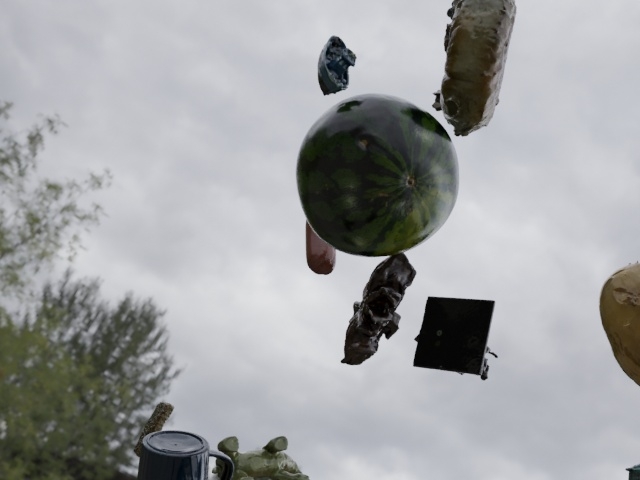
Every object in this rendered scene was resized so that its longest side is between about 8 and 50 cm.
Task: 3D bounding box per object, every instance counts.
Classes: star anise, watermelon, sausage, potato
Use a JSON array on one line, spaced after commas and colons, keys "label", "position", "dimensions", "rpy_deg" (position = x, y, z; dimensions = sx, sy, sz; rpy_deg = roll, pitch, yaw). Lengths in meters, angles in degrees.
[{"label": "star anise", "position": [0.114, 0.136, 1.744], "dimensions": [0.099, 0.214, 0.220], "rpy_deg": [28, -35, 1]}, {"label": "watermelon", "position": [0.095, -0.107, 1.535], "dimensions": [0.285, 0.285, 0.285], "rpy_deg": [20, -30, 12]}, {"label": "sausage", "position": [0.000, 0.000, 1.811], "dimensions": [0.062, 0.154, 0.062], "rpy_deg": [-1, -42, -1]}, {"label": "potato", "position": [0.423, 0.111, 1.138], "dimensions": [0.109, 0.178, 0.118], "rpy_deg": [7, -36, -39]}]

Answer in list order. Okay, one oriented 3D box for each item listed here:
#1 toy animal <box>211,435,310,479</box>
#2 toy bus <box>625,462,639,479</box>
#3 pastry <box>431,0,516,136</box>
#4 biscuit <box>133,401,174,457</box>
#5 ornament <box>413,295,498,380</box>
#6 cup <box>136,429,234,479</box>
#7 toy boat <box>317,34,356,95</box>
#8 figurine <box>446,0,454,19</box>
[{"label": "toy animal", "position": [-0.111, 0.426, 1.698], "dimensions": [0.219, 0.103, 0.101], "rpy_deg": [5, -21, -33]}, {"label": "toy bus", "position": [0.645, 0.545, 1.684], "dimensions": [0.128, 0.256, 0.147], "rpy_deg": [13, -18, -5]}, {"label": "pastry", "position": [0.268, -0.323, 1.574], "dimensions": [0.121, 0.257, 0.236], "rpy_deg": [13, -34, 11]}, {"label": "biscuit", "position": [-0.380, 0.423, 2.016], "dimensions": [0.026, 0.131, 0.237], "rpy_deg": [33, -16, -8]}, {"label": "ornament", "position": [0.306, 0.221, 1.855], "dimensions": [0.166, 0.153, 0.196], "rpy_deg": [3, -21, 36]}, {"label": "cup", "position": [-0.224, 0.379, 1.422], "dimensions": [0.113, 0.138, 0.150], "rpy_deg": [13, 10, 32]}, {"label": "toy boat", "position": [0.029, -0.294, 1.501], "dimensions": [0.061, 0.137, 0.060], "rpy_deg": [-30, -55, 34]}, {"label": "figurine", "position": [0.308, -0.439, 1.782], "dimensions": [0.136, 0.079, 0.077], "rpy_deg": [40, -67, 26]}]
